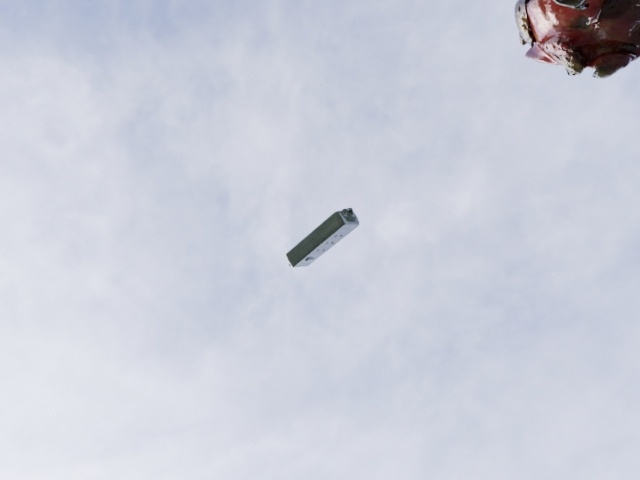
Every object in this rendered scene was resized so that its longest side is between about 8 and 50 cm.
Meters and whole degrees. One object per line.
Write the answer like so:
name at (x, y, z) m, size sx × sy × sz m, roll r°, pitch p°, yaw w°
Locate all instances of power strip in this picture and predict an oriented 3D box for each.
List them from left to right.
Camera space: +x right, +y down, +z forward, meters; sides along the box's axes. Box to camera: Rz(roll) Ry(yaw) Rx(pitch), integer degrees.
power strip at (0.000, 0.000, 0.699) m, size 0.083 × 0.027 × 0.017 m, roll -41°, pitch -113°, yaw 30°

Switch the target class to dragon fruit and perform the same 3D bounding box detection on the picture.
dragon fruit at (0.318, -0.278, 0.925) m, size 0.211 × 0.282 × 0.147 m, roll 18°, pitch -45°, yaw 28°
